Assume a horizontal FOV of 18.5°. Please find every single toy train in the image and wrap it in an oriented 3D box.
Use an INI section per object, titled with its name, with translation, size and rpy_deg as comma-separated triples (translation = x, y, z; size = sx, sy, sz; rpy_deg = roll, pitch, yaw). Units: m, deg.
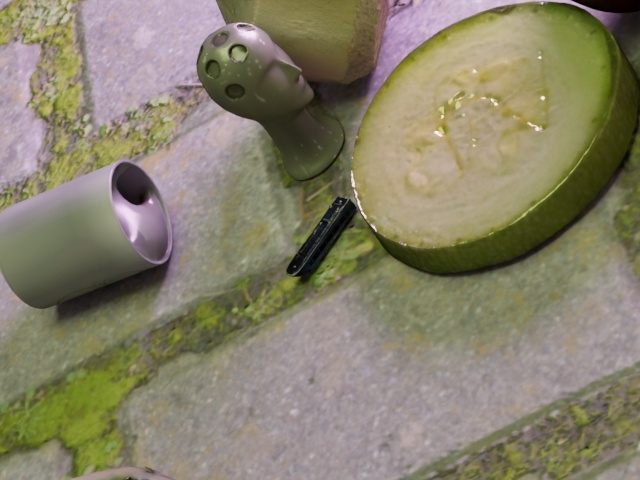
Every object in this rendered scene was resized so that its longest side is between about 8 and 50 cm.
[toy train]
translation = 0.000, 0.000, 1.631
size = 0.017, 0.017, 0.083
rpy_deg = 17, 65, 47

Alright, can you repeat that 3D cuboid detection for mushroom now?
[mushroom]
translation = -0.182, 0.214, 1.568
size = 0.306, 0.043, 0.068
rpy_deg = -15, 64, 25

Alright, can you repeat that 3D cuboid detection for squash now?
[squash]
translation = 0.132, -0.086, 1.584
size = 0.252, 0.049, 0.252
rpy_deg = -21, 45, 22

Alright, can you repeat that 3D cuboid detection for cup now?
[cup]
translation = -0.201, -0.003, 1.745
size = 0.133, 0.136, 0.099
rpy_deg = -22, 78, 21

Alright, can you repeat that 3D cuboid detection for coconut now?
[coconut]
translation = -0.017, -0.214, 1.725
size = 0.152, 0.147, 0.147
rpy_deg = 8, 53, 2

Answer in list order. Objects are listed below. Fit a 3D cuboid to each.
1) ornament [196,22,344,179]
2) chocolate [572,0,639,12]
[ornament]
translation = -0.042, -0.124, 1.667
size = 0.081, 0.156, 0.075
rpy_deg = -14, 48, 28
[chocolate]
translation = 0.239, -0.263, 1.578
size = 0.177, 0.177, 0.177
rpy_deg = -21, 44, 22
